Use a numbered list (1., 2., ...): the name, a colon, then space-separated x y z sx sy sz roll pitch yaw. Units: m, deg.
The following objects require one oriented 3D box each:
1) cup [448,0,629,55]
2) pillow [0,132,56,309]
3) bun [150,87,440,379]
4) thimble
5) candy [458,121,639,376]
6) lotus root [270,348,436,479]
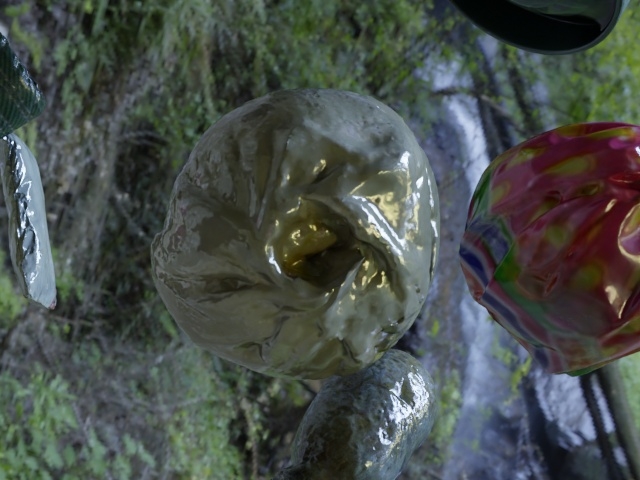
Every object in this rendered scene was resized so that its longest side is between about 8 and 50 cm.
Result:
1. cup: 0.344 -0.514 1.379 0.310 0.401 0.392 26 66 27
2. pillow: -0.387 -0.023 1.333 0.051 0.229 0.128 -11 -8 -4
3. bun: 0.000 0.000 1.159 0.365 0.365 0.219 9 11 -30
4. thimble: -0.396 -0.190 1.214 0.090 0.118 0.135 -34 52 -8
5. candy: 0.225 -0.058 0.456 0.124 0.365 0.124 39 33 -32
6. lotus root: 0.058 0.262 1.395 0.175 0.175 0.349 29 34 13
